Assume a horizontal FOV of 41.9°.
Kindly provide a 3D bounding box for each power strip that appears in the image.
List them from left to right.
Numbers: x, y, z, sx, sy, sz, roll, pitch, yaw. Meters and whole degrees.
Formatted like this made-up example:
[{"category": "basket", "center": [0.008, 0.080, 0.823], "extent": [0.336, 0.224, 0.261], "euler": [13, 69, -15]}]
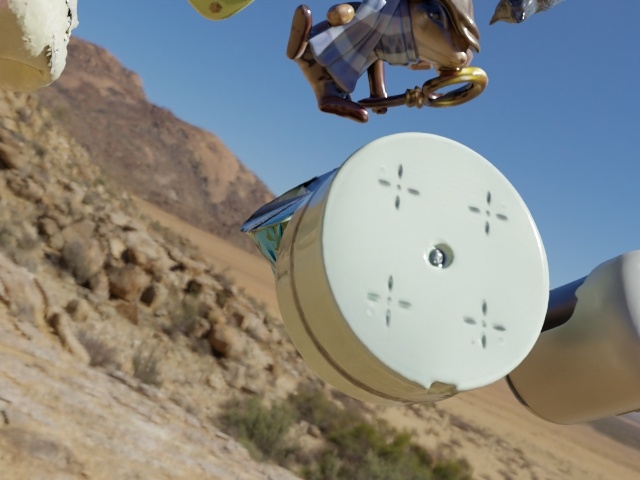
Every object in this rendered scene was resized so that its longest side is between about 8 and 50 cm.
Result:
[{"category": "power strip", "center": [0.120, 0.032, 1.095], "extent": [0.357, 0.358, 0.161], "euler": [24, -25, -16]}]

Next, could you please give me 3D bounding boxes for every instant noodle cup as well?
[{"category": "instant noodle cup", "center": [0.000, 0.000, 1.450], "extent": [0.178, 0.240, 0.240], "euler": [62, -12, -12]}]

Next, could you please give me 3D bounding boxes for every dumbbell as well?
[{"category": "dumbbell", "center": [0.260, -0.421, 1.892], "extent": [0.082, 0.092, 0.231], "euler": [24, 8, -23]}]

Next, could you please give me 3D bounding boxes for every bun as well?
[{"category": "bun", "center": [-0.330, -0.285, 0.846], "extent": [0.168, 0.273, 0.273], "euler": [2, 4, -17]}]

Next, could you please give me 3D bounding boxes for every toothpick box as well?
[{"category": "toothpick box", "center": [0.422, 0.144, 1.169], "extent": [0.229, 0.229, 0.316], "euler": [23, -26, -14]}]

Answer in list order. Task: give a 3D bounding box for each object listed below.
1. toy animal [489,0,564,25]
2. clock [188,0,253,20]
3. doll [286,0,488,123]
[{"category": "toy animal", "center": [0.341, -0.382, 1.282], "extent": [0.117, 0.210, 0.121], "euler": [47, -15, -33]}, {"category": "clock", "center": [-0.116, -0.435, 1.190], "extent": [0.170, 0.232, 0.069], "euler": [48, 17, -42]}, {"category": "doll", "center": [0.121, -0.339, 1.490], "extent": [0.318, 0.339, 0.209], "euler": [61, 6, -56]}]
